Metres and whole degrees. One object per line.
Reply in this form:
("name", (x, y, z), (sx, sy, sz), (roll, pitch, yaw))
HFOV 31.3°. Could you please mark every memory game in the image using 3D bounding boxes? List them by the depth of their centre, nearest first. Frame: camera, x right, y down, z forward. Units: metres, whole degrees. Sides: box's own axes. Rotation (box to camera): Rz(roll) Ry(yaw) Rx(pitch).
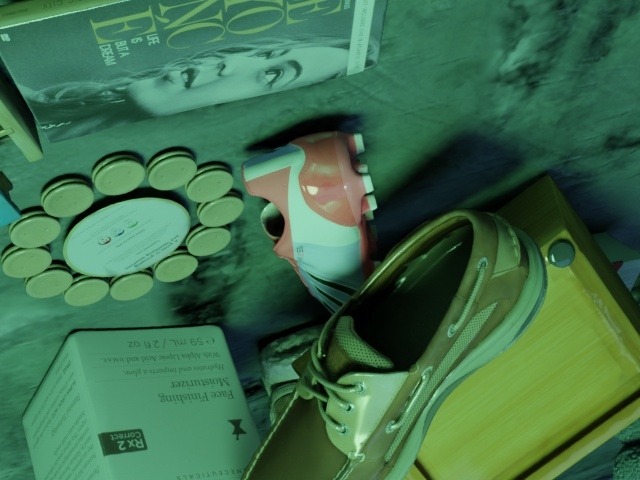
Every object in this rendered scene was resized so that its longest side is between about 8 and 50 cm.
("memory game", (-0.146, -0.006, 0.860), (0.186, 0.012, 0.186), (-18, 150, -11))

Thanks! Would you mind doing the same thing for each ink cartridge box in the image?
("ink cartridge box", (0.257, 0.066, 1.155), (0.099, 0.056, 0.135), (-7, 125, -45))

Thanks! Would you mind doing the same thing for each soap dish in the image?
("soap dish", (0.157, 0.119, 1.030), (0.290, 0.118, 0.229), (-36, 105, 2))

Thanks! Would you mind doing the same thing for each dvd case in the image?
("dvd case", (-0.068, -0.116, 0.670), (0.221, 0.018, 0.164), (-15, 165, -6))

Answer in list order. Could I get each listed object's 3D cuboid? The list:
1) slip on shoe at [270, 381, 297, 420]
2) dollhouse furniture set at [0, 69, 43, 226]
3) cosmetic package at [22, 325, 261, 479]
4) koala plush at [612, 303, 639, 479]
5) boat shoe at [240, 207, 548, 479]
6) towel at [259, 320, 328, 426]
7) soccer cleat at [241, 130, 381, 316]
("slip on shoe", (-0.018, 0.185, 1.139), (0.051, 0.041, 0.135), (-19, 149, -4))
("dollhouse furniture set", (-0.257, -0.023, 0.633), (0.183, 0.129, 0.129), (-22, 150, 0))
("cosmetic package", (-0.153, 0.192, 1.002), (0.151, 0.184, 0.151), (-1, 144, -35))
("koala plush", (0.411, 0.152, 1.352), (0.203, 0.196, 0.221), (-28, 152, -16))
("boat shoe", (0.035, 0.101, 0.885), (0.324, 0.123, 0.116), (-52, 141, 1))
("towel", (0.075, 0.113, 1.176), (0.282, 0.049, 0.187), (-18, 149, -8))
("soccer cleat", (0.000, 0.000, 0.916), (0.095, 0.083, 0.248), (-8, 149, 1))
